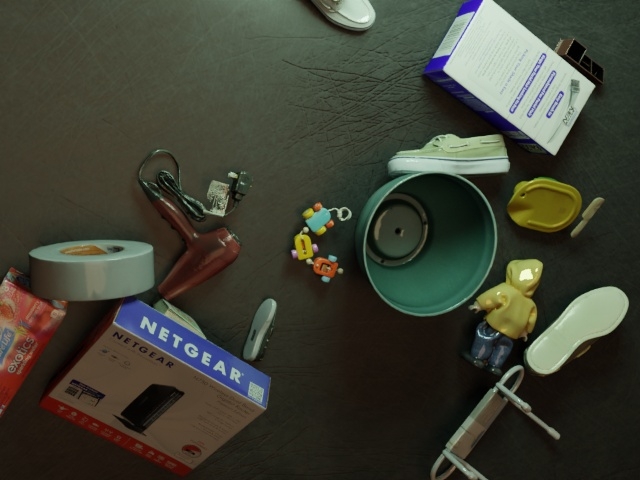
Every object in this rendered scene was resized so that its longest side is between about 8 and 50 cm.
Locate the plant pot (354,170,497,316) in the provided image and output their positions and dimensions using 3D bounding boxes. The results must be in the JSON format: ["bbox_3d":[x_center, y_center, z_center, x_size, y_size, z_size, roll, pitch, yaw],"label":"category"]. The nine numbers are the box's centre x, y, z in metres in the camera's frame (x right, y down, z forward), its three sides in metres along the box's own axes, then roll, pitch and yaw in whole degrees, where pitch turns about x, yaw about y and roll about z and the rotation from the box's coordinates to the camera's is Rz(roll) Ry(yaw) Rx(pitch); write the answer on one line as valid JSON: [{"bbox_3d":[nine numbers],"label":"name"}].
[{"bbox_3d":[0.193,-0.009,1.507,0.292,0.196,0.293,-3,102,-17],"label":"plant pot"}]

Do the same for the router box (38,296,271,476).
[{"bbox_3d":[-0.319,0.291,1.381,0.335,0.082,0.301,34,122,-20],"label":"router box"}]

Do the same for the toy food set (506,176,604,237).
[{"bbox_3d":[0.532,-0.090,1.675,0.217,0.071,0.128,14,119,-17],"label":"toy food set"}]

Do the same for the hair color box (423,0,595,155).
[{"bbox_3d":[0.413,-0.351,1.563,0.338,0.110,0.185,32,88,-18],"label":"hair color box"}]

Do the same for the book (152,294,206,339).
[{"bbox_3d":[-0.281,0.158,1.413,0.096,0.144,0.035,39,84,-20],"label":"book"}]

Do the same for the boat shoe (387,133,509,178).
[{"bbox_3d":[0.277,-0.183,1.564,0.302,0.109,0.094,-4,86,-26],"label":"boat shoe"}]

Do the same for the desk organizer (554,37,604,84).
[{"bbox_3d":[0.600,-0.409,1.640,0.130,0.050,0.047,29,90,-20],"label":"desk organizer"}]

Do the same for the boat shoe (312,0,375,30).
[{"bbox_3d":[0.020,-0.495,1.427,0.226,0.076,0.083,27,91,-20],"label":"boat shoe"}]

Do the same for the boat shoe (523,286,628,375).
[{"bbox_3d":[0.615,0.222,1.740,0.305,0.091,0.109,-35,71,-11],"label":"boat shoe"}]

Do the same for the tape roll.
[{"bbox_3d":[-0.416,0.051,1.312,0.219,0.219,0.073,-2,101,-17],"label":"tape roll"}]

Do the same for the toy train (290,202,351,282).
[{"bbox_3d":[0.000,0.000,1.530,0.125,0.046,0.167,12,99,-20],"label":"toy train"}]

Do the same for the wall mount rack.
[{"bbox_3d":[0.431,0.485,1.717,0.350,0.130,0.304,-51,141,-2],"label":"wall mount rack"}]

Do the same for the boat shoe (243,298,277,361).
[{"bbox_3d":[-0.122,0.193,1.527,0.040,0.049,0.142,20,95,-39],"label":"boat shoe"}]

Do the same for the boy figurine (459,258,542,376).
[{"bbox_3d":[0.426,0.167,1.670,0.177,0.092,0.285,22,92,-20],"label":"boy figurine"}]

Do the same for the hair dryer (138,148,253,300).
[{"bbox_3d":[-0.266,-0.021,1.440,0.223,0.080,0.294,11,90,-4],"label":"hair dryer"}]

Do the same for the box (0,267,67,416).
[{"bbox_3d":[-0.593,0.195,1.333,0.128,0.122,0.257,32,89,-20],"label":"box"}]
